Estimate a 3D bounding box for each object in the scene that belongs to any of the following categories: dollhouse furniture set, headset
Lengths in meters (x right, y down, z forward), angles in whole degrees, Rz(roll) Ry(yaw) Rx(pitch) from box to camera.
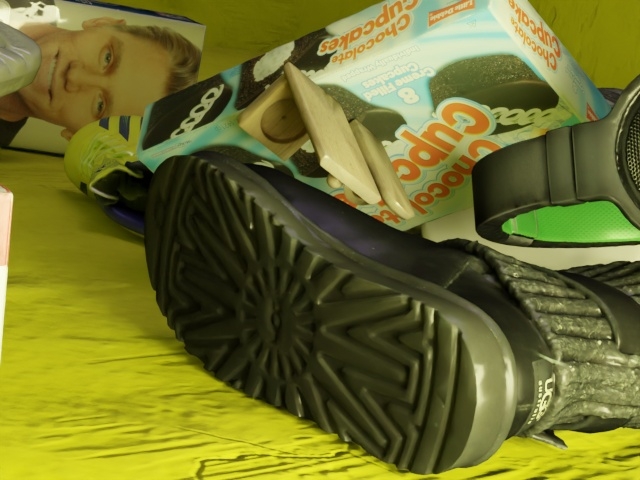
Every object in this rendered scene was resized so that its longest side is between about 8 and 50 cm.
[{"bbox_3d":[-0.015,-0.008,1.172,0.144,0.151,0.123,37,19,-34],"label":"dollhouse furniture set"},{"bbox_3d":[0.288,-0.074,1.102,0.394,0.185,0.243,-9,-11,36],"label":"headset"}]

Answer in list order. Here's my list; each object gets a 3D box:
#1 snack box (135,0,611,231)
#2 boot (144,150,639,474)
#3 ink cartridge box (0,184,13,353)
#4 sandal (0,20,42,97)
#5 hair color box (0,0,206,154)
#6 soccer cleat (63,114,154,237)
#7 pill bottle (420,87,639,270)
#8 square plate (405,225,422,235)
[{"bbox_3d":[0.041,-0.085,1.258,0.322,0.060,0.187,-20,-43,30],"label":"snack box"},{"bbox_3d":[0.071,0.039,1.056,0.260,0.131,0.348,-7,30,-42],"label":"boot"},{"bbox_3d":[-0.191,0.038,0.743,0.063,0.150,0.109,0,14,-31],"label":"ink cartridge box"},{"bbox_3d":[-0.431,-0.128,1.573,0.169,0.102,0.416,33,32,27],"label":"sandal"},{"bbox_3d":[-0.316,-0.191,1.815,0.347,0.173,0.105,7,10,-19],"label":"hair color box"},{"bbox_3d":[-0.170,-0.060,1.470,0.121,0.093,0.289,5,12,-38],"label":"soccer cleat"},{"bbox_3d":[0.241,-0.036,1.468,0.204,0.204,0.361,15,10,22],"label":"pill bottle"},{"bbox_3d":[0.084,-0.061,1.882,0.344,0.049,0.347,16,11,28],"label":"square plate"}]
